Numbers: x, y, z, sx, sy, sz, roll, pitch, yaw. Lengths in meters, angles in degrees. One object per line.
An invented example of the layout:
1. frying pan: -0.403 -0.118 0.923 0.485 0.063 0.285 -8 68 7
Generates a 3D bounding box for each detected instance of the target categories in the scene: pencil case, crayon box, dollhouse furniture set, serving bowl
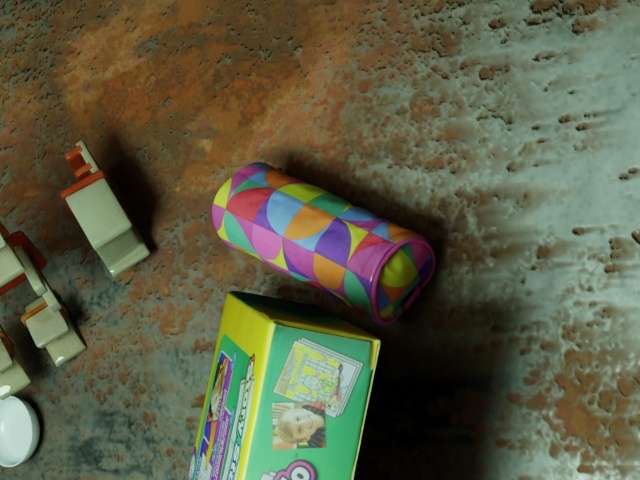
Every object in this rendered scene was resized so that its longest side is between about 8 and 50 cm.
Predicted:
1. pencil case: 0.000 0.000 1.521 0.236 0.104 0.104 27 103 38
2. crayon box: -0.054 0.242 1.417 0.313 0.106 0.363 -164 84 -79
3. dollhouse furniture set: -0.332 0.020 1.697 0.259 0.262 0.135 -32 60 -5
4. serving bowl: -0.359 0.225 1.821 0.083 0.027 0.083 -4 83 38
